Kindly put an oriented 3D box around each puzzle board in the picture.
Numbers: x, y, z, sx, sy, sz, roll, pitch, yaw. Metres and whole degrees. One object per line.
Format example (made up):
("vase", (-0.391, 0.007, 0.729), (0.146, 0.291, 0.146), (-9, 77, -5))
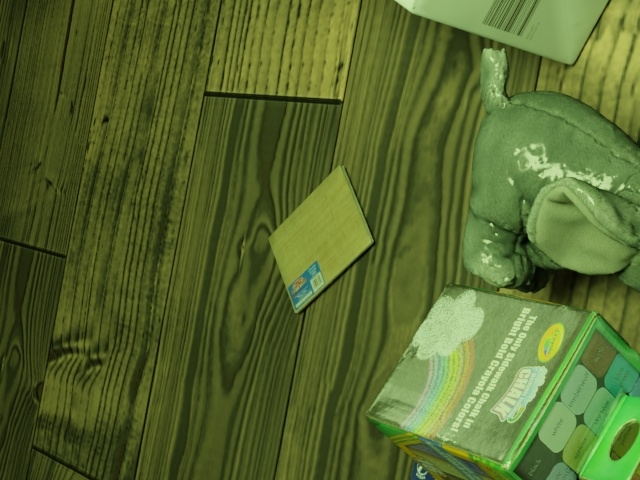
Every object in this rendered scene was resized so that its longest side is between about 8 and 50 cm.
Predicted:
("puzzle board", (0.000, 0.000, 1.269), (0.128, 0.011, 0.096), (-45, 53, 35))

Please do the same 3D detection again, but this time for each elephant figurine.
("elephant figurine", (0.227, -0.020, 0.901), (0.239, 0.186, 0.169), (16, 85, 52))

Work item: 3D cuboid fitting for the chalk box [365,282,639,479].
("chalk box", (0.165, 0.131, 0.916), (0.213, 0.132, 0.132), (12, 64, 55))

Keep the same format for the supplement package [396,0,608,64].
("supplement package", (0.115, -0.306, 1.052), (0.263, 0.199, 0.198), (47, 118, 43))

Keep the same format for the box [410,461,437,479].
("box", (0.116, 0.292, 1.058), (0.136, 0.036, 0.225), (15, 95, 50))
